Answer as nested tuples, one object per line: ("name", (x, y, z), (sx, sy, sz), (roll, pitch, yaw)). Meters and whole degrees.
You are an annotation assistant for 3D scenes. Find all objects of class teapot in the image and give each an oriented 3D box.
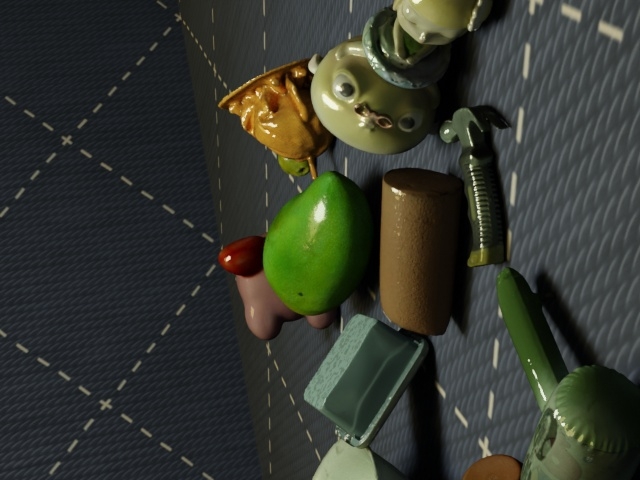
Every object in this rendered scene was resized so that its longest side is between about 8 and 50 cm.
("teapot", (0.259, 0.367, 1.367), (0.173, 0.116, 0.116), (2, 100, 47))

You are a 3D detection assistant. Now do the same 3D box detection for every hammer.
("hammer", (0.224, -0.077, 1.388), (0.159, 0.041, 0.226), (168, 95, -76))
("hammer", (0.281, 0.162, 1.189), (0.206, 0.119, 0.335), (99, 165, -44))

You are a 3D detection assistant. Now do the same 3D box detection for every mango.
("mango", (0.000, 0.000, 1.937), (0.382, 0.201, 0.225), (110, 155, -53))

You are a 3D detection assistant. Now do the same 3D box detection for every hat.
("hat", (-0.061, -0.230, 2.091), (0.233, 0.244, 0.233), (132, 116, -80))

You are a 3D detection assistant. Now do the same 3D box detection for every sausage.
("sausage", (0.152, 0.019, 1.532), (0.123, 0.123, 0.253), (-125, 32, -60))

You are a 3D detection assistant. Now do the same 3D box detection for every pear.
("pear", (-0.058, -0.197, 2.274), (0.092, 0.092, 0.097), (98, 158, -43))

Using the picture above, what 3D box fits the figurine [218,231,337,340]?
("figurine", (-0.084, 0.064, 2.236), (0.211, 0.269, 0.261), (-110, 8, -59))

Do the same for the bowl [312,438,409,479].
("bowl", (0.100, 0.579, 1.747), (0.435, 0.196, 0.435), (-163, 90, -76))

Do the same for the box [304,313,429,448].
("box", (0.080, 0.242, 1.736), (0.227, 0.130, 0.162), (-56, 14, -7))

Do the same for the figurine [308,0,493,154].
("figurine", (0.131, -0.304, 1.431), (0.394, 0.226, 0.274), (127, 163, -60))
